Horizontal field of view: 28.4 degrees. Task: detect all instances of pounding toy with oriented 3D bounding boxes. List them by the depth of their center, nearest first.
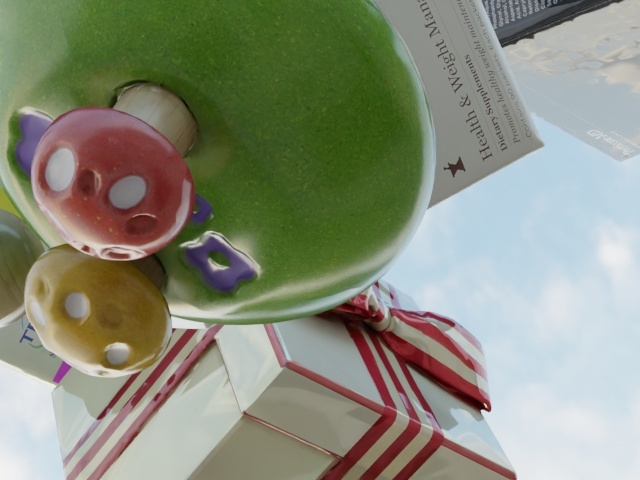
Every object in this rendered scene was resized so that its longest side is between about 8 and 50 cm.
[{"bbox_3d":[-0.085,-0.015,0.447,0.110,0.237,0.183,-62,-38,-45],"label":"pounding toy"}]

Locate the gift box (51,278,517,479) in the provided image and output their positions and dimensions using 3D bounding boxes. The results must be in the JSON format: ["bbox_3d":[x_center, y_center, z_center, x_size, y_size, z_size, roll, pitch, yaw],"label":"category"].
[{"bbox_3d":[-0.041,0.114,0.945,0.255,0.276,0.258,28,-69,-37],"label":"gift box"}]

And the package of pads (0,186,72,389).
[{"bbox_3d":[-0.214,-0.035,1.051,0.229,0.101,0.296,27,-84,-12],"label":"package of pads"}]

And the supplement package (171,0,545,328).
[{"bbox_3d":[-0.035,-0.084,0.650,0.203,0.149,0.194,-29,-82,-21],"label":"supplement package"}]

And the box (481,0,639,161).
[{"bbox_3d":[0.329,-0.238,1.184,0.343,0.312,0.179,19,-120,-48],"label":"box"}]
